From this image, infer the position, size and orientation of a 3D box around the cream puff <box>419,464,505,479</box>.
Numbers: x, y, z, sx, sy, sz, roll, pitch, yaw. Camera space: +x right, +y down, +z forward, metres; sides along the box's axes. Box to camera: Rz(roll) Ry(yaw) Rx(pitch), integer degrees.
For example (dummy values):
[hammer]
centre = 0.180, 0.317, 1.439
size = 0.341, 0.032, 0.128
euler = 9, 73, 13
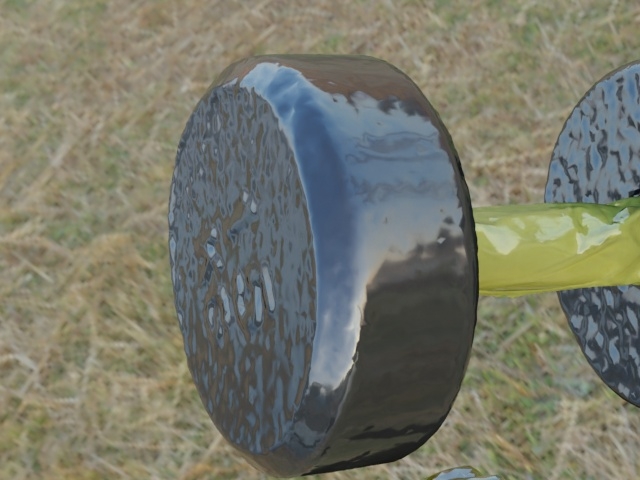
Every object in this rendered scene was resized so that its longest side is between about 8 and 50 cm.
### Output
[cream puff]
centre = 0.164, 0.322, 1.099
size = 0.378, 0.378, 0.275
euler = -4, 96, 30

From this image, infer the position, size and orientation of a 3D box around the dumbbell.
[dumbbell]
centre = 0.102, 0.004, 0.680
size = 0.204, 0.322, 0.203
euler = 16, 108, 62
